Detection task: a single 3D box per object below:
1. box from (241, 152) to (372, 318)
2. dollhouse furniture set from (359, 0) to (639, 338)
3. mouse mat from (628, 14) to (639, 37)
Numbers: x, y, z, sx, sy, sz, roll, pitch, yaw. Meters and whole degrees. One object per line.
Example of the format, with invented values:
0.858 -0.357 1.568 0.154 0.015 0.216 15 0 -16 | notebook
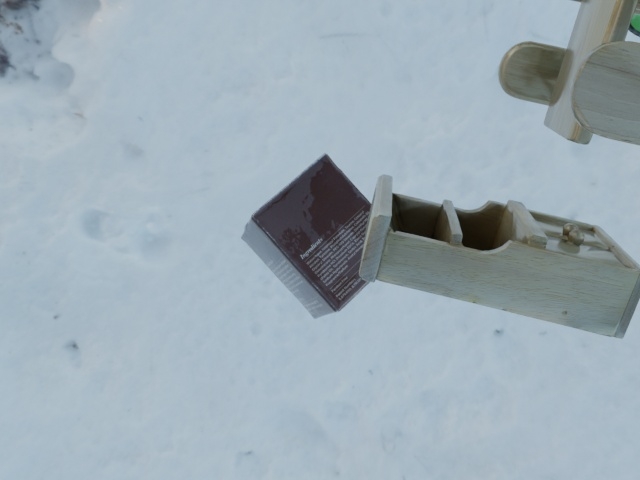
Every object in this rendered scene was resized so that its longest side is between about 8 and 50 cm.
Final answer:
0.000 0.000 1.074 0.167 0.168 0.203 -42 91 -16 | box
0.130 -0.086 0.386 0.160 0.212 0.242 13 109 2 | dollhouse furniture set
0.403 -0.274 0.641 0.152 0.007 0.190 18 106 -22 | mouse mat
